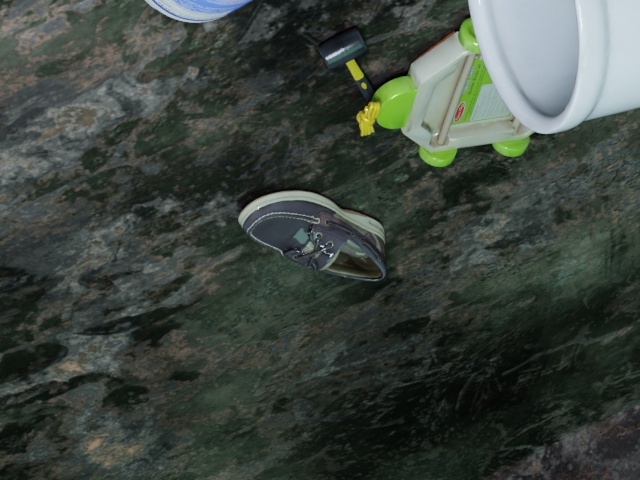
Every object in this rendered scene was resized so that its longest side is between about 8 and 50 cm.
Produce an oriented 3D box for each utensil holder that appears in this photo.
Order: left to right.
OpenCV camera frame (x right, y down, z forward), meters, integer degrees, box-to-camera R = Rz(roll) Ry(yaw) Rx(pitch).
[{"bbox_3d":[0.418,-0.331,2.151,0.386,0.327,0.327,-14,148,-15],"label":"utensil holder"}]

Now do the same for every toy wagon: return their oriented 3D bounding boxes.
[{"bbox_3d":[0.208,-0.213,2.444,0.344,0.068,0.267,-9,146,-19],"label":"toy wagon"}]

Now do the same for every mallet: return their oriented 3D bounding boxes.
[{"bbox_3d":[0.058,-0.232,2.365,0.062,0.039,0.190,-31,152,11],"label":"mallet"}]

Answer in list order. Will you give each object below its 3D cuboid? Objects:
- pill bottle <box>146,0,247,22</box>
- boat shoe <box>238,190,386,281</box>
[{"bbox_3d":[-0.126,-0.323,1.915,0.152,0.152,0.272,-10,-178,-17],"label":"pill bottle"},{"bbox_3d":[0.000,0.000,2.619,0.285,0.092,0.103,17,132,-45],"label":"boat shoe"}]
